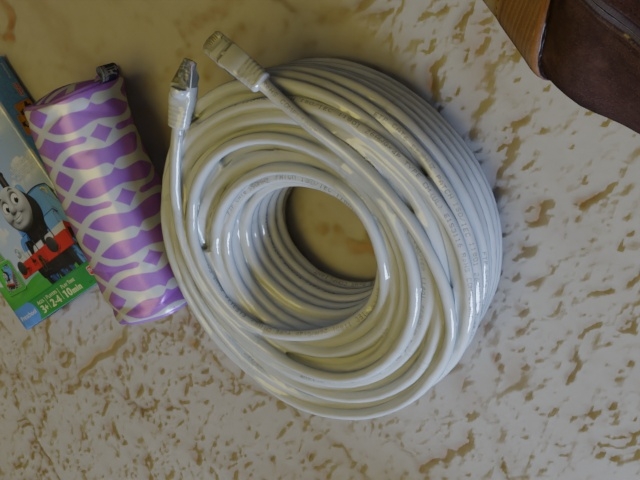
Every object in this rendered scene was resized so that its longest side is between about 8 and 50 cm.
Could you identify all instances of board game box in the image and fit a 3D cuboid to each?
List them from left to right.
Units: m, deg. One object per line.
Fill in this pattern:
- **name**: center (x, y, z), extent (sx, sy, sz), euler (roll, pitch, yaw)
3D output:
- **board game box**: center (-0.279, -0.037, 0.860), extent (0.160, 0.039, 0.211), euler (-30, 95, 40)

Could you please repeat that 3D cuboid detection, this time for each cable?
- **cable**: center (0.000, 0.000, 0.670), extent (0.257, 0.089, 0.257), euler (31, 128, 14)

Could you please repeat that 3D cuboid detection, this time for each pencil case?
- **pencil case**: center (-0.161, -0.034, 0.754), extent (0.086, 0.088, 0.206), euler (-9, 108, 28)

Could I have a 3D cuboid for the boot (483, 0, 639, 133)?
- **boot**: center (0.181, -0.149, 0.443), extent (0.207, 0.090, 0.248), euler (47, 151, 23)
